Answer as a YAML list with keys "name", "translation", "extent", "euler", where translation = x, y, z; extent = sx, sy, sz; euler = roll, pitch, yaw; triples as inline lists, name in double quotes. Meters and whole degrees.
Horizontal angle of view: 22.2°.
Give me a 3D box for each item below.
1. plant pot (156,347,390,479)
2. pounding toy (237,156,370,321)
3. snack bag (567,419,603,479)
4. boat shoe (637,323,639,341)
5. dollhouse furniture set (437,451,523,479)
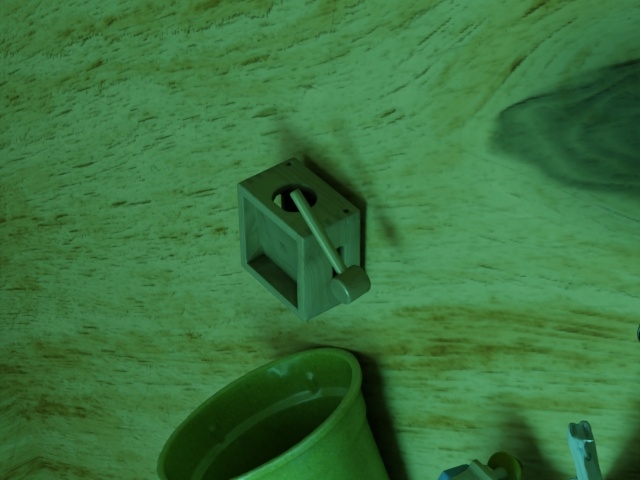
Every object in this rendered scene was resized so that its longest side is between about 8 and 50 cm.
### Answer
- name: "plant pot"
  translation: [-0.018, 0.313, 1.987]
  extent: [0.276, 0.276, 0.254]
  euler: [4, 128, 59]
- name: "pounding toy"
  translation: [0.003, -0.004, 1.824]
  extent: [0.206, 0.094, 0.181]
  euler: [40, 145, 38]
- name: "snack bag"
  translation: [0.265, 0.354, 1.461]
  extent: [0.342, 0.037, 0.323]
  euler: [61, -162, -67]
- name: "boat shoe"
  translation: [0.318, 0.054, 1.379]
  extent: [0.056, 0.049, 0.152]
  euler: [56, 151, 17]
- name: "dollhouse furniture set"
  translation: [0.230, 0.410, 1.735]
  extent: [0.286, 0.198, 0.303]
  euler: [41, 120, 31]
